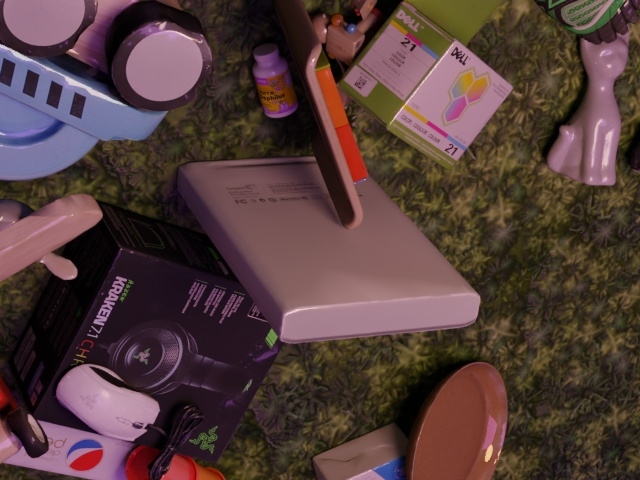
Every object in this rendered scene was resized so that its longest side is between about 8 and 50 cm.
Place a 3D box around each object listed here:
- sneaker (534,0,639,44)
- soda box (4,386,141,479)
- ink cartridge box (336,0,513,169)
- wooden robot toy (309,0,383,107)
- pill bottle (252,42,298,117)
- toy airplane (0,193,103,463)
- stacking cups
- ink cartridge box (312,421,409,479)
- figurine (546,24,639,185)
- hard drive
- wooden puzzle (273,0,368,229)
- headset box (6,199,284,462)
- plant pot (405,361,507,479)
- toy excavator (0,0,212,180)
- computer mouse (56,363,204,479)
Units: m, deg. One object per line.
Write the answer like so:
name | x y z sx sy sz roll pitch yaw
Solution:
sneaker | 0.372 -0.406 1.963 0.146 0.134 0.343 21 106 -29
soda box | -0.331 0.241 2.030 0.216 0.074 0.069 16 108 -31
ink cartridge box | 0.165 -0.232 1.947 0.255 0.097 0.189 -51 150 8
wooden robot toy | 0.022 -0.243 1.940 0.076 0.079 0.173 -48 160 -33
pill bottle | -0.056 -0.190 1.937 0.043 0.043 0.083 -23 124 -12
toy airplane | -0.457 0.086 1.732 0.386 0.272 0.384 0 134 -33
stacking cups | -0.140 0.339 2.133 0.096 0.096 0.316 -45 135 4
ink cartridge box | 0.080 0.385 2.301 0.134 0.078 0.231 -22 124 -14
figurine | 0.412 -0.183 2.145 0.215 0.092 0.209 -1 109 -24
hard drive | 0.000 0.000 1.878 0.233 0.353 0.047 -4 119 -23
wooden puzzle | 0.002 -0.163 1.870 0.044 0.221 0.238 -17 124 -3
headset box | -0.192 0.118 1.992 0.283 0.131 0.246 20 108 -33
plant pot | 0.183 0.278 2.264 0.236 0.032 0.236 -24 122 -47
toy excavator | -0.395 -0.158 1.714 0.433 0.222 0.445 24 114 -32
computer mouse | -0.227 0.209 1.920 0.193 0.042 0.106 33 103 -36
